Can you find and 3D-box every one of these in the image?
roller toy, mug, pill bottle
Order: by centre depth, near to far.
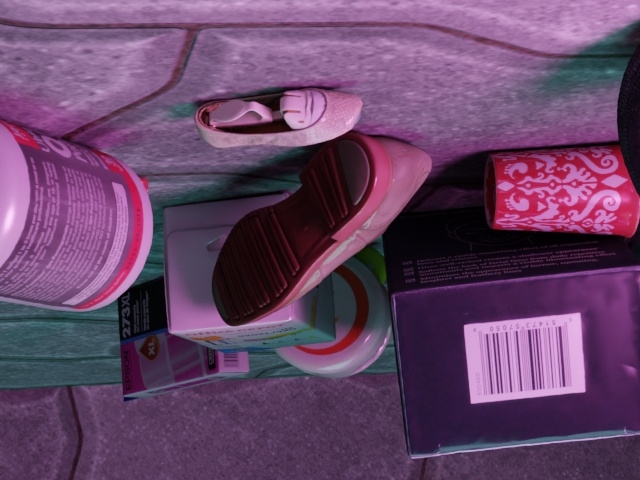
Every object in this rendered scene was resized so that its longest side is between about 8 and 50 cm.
[{"bbox_3d":[-0.321,-0.030,1.428,0.176,0.176,0.318,-11,167,26],"label":"pill bottle"},{"bbox_3d":[0.284,-0.049,1.749,0.169,0.113,0.150,-1,149,-4],"label":"mug"},{"bbox_3d":[0.010,0.115,2.241,0.209,0.191,0.146,-7,169,9],"label":"roller toy"}]

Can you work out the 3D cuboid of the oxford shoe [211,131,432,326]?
[{"bbox_3d":[0.000,0.000,1.702,0.130,0.123,0.348,-2,154,-43],"label":"oxford shoe"}]

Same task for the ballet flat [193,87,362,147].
[{"bbox_3d":[-0.044,-0.120,1.420,0.168,0.057,0.052,-9,158,15],"label":"ballet flat"}]

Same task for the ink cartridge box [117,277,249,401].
[{"bbox_3d":[-0.247,0.153,2.353,0.069,0.176,0.371,4,166,-37],"label":"ink cartridge box"}]

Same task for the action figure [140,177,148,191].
[{"bbox_3d":[-0.248,-0.065,1.664,0.038,0.030,0.115,-8,167,39],"label":"action figure"}]

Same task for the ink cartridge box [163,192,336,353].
[{"bbox_3d":[-0.091,0.049,1.930,0.171,0.168,0.233,-7,168,13],"label":"ink cartridge box"}]

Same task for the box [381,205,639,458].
[{"bbox_3d":[0.235,0.094,1.846,0.293,0.212,0.395,-6,-165,3],"label":"box"}]

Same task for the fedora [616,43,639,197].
[{"bbox_3d":[0.442,-0.110,1.314,0.152,0.334,0.334,-35,-169,-40],"label":"fedora"}]

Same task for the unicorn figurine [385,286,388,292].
[{"bbox_3d":[0.182,0.089,2.556,0.162,0.060,0.111,11,169,2],"label":"unicorn figurine"}]

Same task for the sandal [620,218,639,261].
[{"bbox_3d":[0.521,0.029,2.258,0.167,0.107,0.446,-2,168,-15],"label":"sandal"}]
